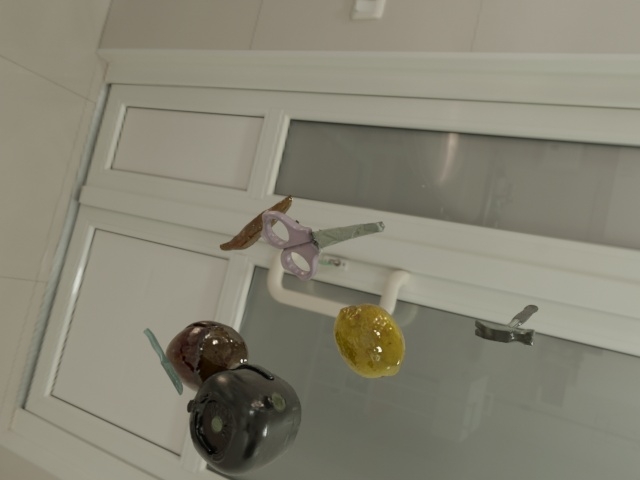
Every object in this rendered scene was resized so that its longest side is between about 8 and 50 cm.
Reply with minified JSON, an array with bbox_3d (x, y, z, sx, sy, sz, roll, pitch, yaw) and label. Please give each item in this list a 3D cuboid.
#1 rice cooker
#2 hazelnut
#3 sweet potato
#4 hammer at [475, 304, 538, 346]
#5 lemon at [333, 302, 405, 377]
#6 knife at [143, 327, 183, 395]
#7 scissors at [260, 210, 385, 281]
[{"bbox_3d":[-0.201,0.454,1.368,0.224,0.267,0.268,7,94,-51],"label":"rice cooker"},{"bbox_3d":[-0.334,0.349,1.571,0.233,0.218,0.218,29,72,-34],"label":"hazelnut"},{"bbox_3d":[-0.193,-0.041,1.660,0.066,0.314,0.072,40,29,-25],"label":"sweet potato"},{"bbox_3d":[0.359,0.148,0.988,0.246,0.102,0.029,-9,100,-59],"label":"hammer"},{"bbox_3d":[0.126,0.256,1.377,0.170,0.170,0.208,-19,80,-59],"label":"lemon"},{"bbox_3d":[-0.422,0.324,1.443,0.015,0.210,0.028,-39,164,11],"label":"knife"},{"bbox_3d":[0.000,0.000,0.664,0.021,0.212,0.110,-42,109,-34],"label":"scissors"}]
